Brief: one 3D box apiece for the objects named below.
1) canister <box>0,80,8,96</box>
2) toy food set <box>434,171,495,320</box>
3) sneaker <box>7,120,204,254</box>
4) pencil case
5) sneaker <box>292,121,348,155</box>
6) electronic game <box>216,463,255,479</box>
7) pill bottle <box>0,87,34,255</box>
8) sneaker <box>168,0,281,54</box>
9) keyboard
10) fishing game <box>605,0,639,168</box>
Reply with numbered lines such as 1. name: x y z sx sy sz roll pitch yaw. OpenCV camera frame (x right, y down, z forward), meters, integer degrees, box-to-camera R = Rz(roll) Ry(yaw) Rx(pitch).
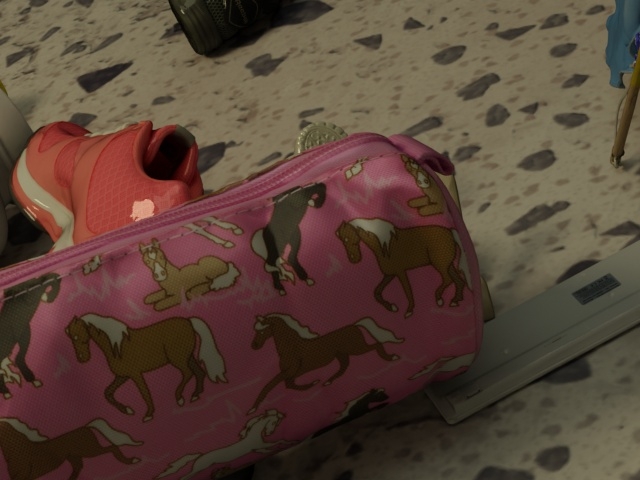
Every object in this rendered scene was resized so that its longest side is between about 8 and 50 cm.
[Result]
1. canister: -0.374 -0.089 1.576 0.126 0.073 0.170 -15 33 16
2. toy food set: 0.008 0.021 1.112 0.192 0.038 0.132 -17 69 12
3. sneaker: -0.138 -0.034 1.233 0.136 0.116 0.314 -52 28 10
4. pencil case: -0.095 0.062 0.975 0.386 0.167 0.160 -19 66 -13
5. sneaker: 0.001 0.000 1.201 0.058 0.084 0.152 -2 65 -9
6. electronic game: -0.153 0.153 1.071 0.229 0.048 0.229 -11 33 7
7. pill bottle: -0.382 -0.005 1.346 0.323 0.181 0.181 -39 33 -22
8. sneaker: -0.098 -0.270 1.650 0.130 0.087 0.227 -25 34 -5
9. keyboard: 0.179 0.037 1.055 0.256 0.014 0.072 -28 26 -5
10. fishing game: 0.230 -0.200 1.182 0.041 0.189 0.264 6 53 3
